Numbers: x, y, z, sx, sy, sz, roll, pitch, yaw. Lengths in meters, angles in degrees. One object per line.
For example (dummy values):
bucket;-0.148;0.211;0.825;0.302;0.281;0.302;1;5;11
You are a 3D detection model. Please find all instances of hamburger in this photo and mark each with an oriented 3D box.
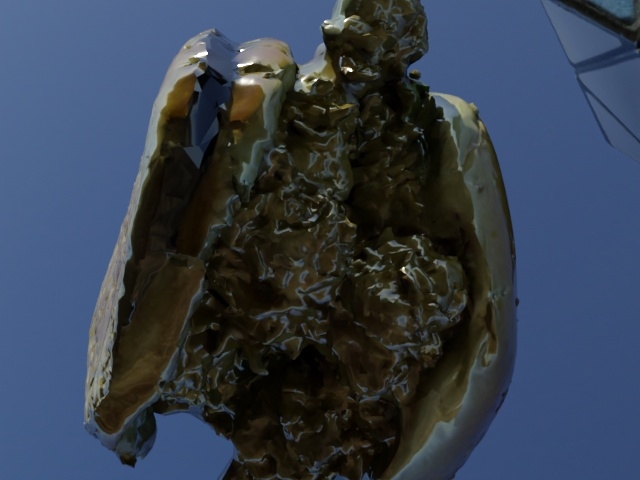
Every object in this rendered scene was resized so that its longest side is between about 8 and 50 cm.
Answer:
hamburger;0.000;0.000;0.483;0.131;0.159;0.185;14;-74;-9

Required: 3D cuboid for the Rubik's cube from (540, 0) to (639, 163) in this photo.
Rubik's cube;0.298;-0.142;0.970;0.205;0.207;0.205;-48;-127;-4
